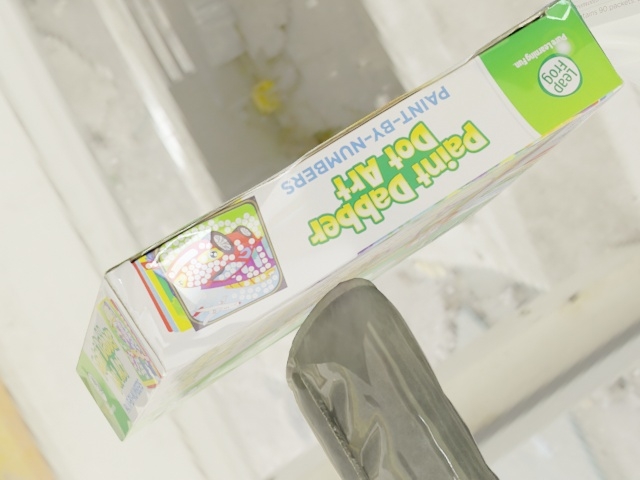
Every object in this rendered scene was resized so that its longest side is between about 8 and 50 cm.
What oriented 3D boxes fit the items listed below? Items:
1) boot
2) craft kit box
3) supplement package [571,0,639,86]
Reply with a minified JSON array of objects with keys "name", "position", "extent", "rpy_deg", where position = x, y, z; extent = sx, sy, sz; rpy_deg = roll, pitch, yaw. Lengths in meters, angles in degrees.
[{"name":"boot","position":[0.060,0.103,0.675],"extent":[0.190,0.076,0.208],"rpy_deg":[118,137,-53]},{"name":"craft kit box","position":[0.000,0.000,0.790],"extent":[0.061,0.246,0.250],"rpy_deg":[59,164,6]},{"name":"supplement package","position":[0.270,-0.213,0.984],"extent":[0.194,0.149,0.203],"rpy_deg":[-13,64,42]}]
